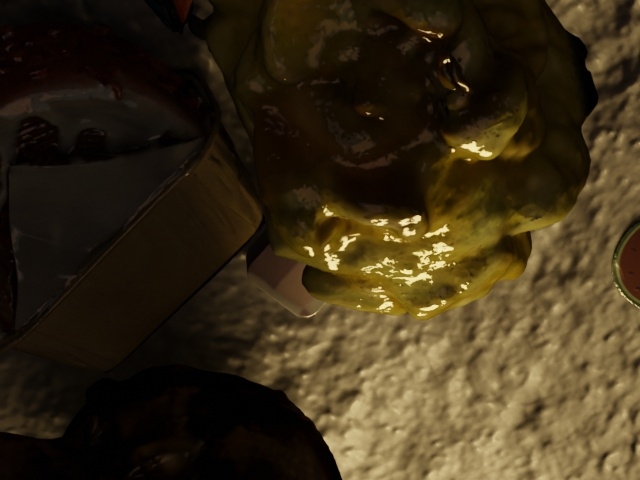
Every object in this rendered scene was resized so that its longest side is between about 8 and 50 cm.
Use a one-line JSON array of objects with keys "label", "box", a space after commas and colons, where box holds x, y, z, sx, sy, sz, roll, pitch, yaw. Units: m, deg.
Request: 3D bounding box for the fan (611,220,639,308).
[{"label": "fan", "box": [0.276, 0.025, 1.116, 0.133, 0.005, 0.085, 22, 113, -13]}]

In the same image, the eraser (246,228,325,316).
[{"label": "eraser", "box": [0.000, 0.000, 1.072, 0.065, 0.026, 0.105, 36, 109, -22]}]

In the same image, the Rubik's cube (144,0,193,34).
[{"label": "Rubik's cube", "box": [-0.125, -0.265, 0.918, 0.178, 0.211, 0.190, 30, 79, 3]}]

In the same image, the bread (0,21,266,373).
[{"label": "bread", "box": [-0.164, -0.034, 0.986, 0.224, 0.142, 0.212, -44, 122, 10]}]

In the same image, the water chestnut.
[{"label": "water chestnut", "box": [-0.127, 0.215, 1.010, 0.335, 0.335, 0.347, -37, 107, 14]}]

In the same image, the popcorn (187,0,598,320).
[{"label": "popcorn", "box": [0.042, -0.088, 0.920, 0.215, 0.252, 0.286, -11, 112, 30]}]
